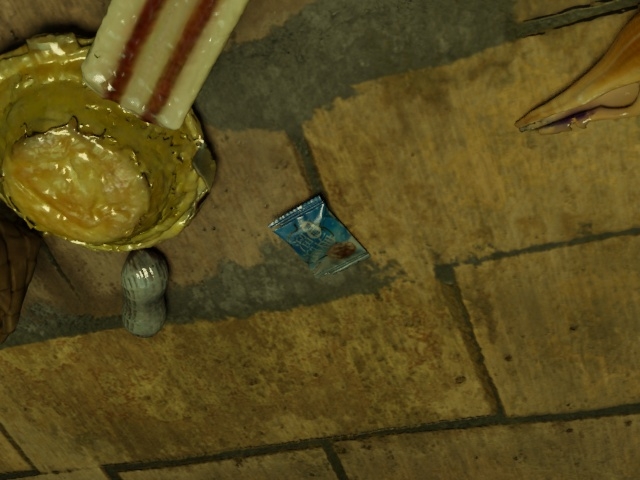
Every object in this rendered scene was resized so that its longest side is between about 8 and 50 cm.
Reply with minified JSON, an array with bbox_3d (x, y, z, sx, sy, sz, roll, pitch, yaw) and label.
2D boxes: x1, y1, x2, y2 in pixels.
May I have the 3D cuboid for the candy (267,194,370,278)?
[{"bbox_3d":[-0.001,0.000,1.368,0.088,0.038,0.136,-31,126,15],"label":"candy"}]

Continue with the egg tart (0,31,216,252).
[{"bbox_3d":[-0.304,-0.100,1.261,0.342,0.132,0.341,0,127,0],"label":"egg tart"}]

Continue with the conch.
[{"bbox_3d":[0.358,-0.202,1.110,0.109,0.093,0.330,23,152,-31],"label":"conch"}]

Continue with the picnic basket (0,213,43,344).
[{"bbox_3d":[-0.561,0.076,1.244,0.293,0.337,0.337,-28,119,37],"label":"picnic basket"}]

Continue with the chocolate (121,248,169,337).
[{"bbox_3d":[-0.264,0.079,1.458,0.072,0.072,0.167,12,129,1],"label":"chocolate"}]

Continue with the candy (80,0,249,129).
[{"bbox_3d":[-0.139,-0.288,1.063,0.135,0.179,0.320,27,129,-12],"label":"candy"}]

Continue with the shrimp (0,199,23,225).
[{"bbox_3d":[-0.531,-0.140,1.316,0.221,0.110,0.445,2,133,2],"label":"shrimp"}]
